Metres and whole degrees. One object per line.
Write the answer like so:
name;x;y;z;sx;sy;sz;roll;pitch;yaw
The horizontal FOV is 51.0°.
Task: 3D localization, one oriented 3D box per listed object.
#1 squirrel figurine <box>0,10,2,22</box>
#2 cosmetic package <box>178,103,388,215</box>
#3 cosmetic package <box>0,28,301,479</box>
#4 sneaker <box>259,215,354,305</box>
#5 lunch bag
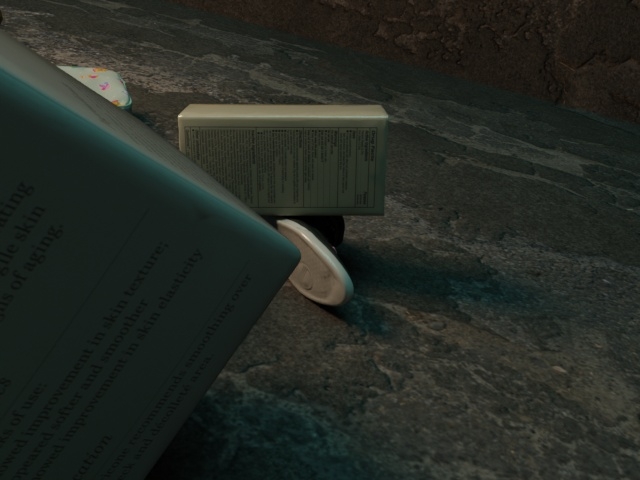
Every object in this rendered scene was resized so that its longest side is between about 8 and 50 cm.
squirrel figurine;-0.978;-0.544;1.610;0.397;0.281;0.370;-31;59;-34
cosmetic package;-0.055;-0.127;1.044;0.310;0.160;0.113;1;21;-2
cosmetic package;-0.302;0.001;0.542;0.327;0.329;0.394;38;3;39
sneaker;0.000;-0.001;1.071;0.147;0.104;0.296;-13;32;-31
lunch bag;-0.515;-0.280;1.392;0.224;0.107;0.279;-7;31;-23
